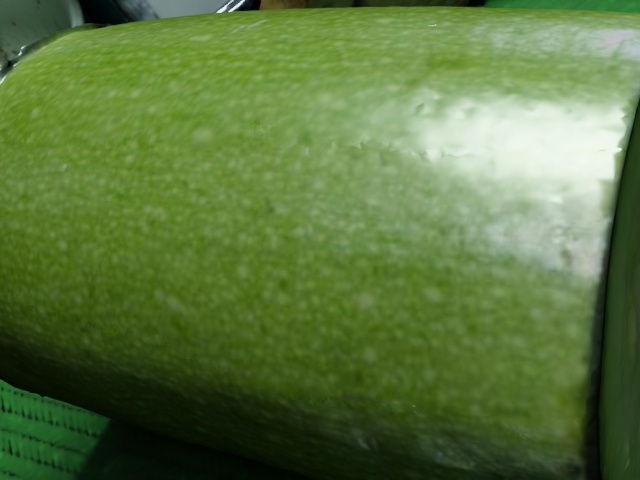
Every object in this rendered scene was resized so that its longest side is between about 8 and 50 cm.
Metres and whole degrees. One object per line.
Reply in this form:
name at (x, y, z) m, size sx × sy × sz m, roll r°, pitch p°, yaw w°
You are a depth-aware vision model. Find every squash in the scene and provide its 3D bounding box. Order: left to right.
squash at (0.000, 0.000, 0.513) m, size 0.384 × 0.263 × 0.263 m, roll 8°, pitch 60°, yaw 30°

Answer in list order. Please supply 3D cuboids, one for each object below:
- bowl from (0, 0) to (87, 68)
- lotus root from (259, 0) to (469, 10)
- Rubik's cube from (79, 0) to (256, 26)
bowl at (-0.303, -0.089, 0.791) m, size 0.289 × 0.146 × 0.289 m, roll -11°, pitch 53°, yaw 15°
lotus root at (0.042, -0.217, 0.720) m, size 0.260 × 0.170 × 0.074 m, roll -33°, pitch 53°, yaw -7°
Rubik's cube at (-0.155, -0.381, 0.782) m, size 0.316 × 0.313 × 0.318 m, roll -45°, pitch 34°, yaw -12°
